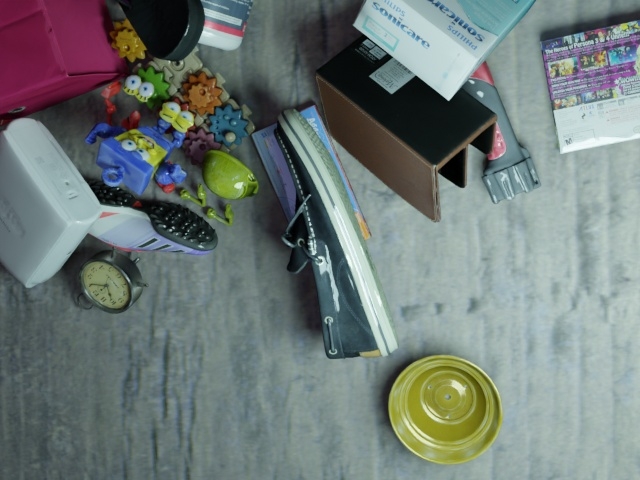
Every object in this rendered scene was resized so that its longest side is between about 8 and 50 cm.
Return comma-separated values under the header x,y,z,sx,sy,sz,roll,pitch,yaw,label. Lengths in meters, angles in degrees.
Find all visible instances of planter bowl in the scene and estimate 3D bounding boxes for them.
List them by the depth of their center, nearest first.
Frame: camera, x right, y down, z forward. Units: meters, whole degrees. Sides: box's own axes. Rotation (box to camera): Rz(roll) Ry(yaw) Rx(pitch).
x,y,z,sx,sy,sz,roll,pitch,yaw,label
0.245,0.316,1.743,0.217,0.090,0.217,2,99,11,planter bowl

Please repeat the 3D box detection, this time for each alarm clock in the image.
x,y,z,sx,sy,sz,roll,pitch,yaw,label
-0.446,0.092,1.871,0.192,0.064,0.129,-33,101,30,alarm clock

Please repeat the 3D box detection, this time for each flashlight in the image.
x,y,z,sx,sy,sz,roll,pitch,yaw,label
0.296,-0.219,1.651,0.103,0.103,0.304,-17,96,43,flashlight

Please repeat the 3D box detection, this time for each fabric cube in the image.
x,y,z,sx,sy,sz,roll,pitch,yaw,label
-0.569,-0.393,1.729,0.258,0.254,0.259,-16,95,16,fabric cube

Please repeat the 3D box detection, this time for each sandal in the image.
x,y,z,sx,sy,sz,roll,pitch,yaw,label
-0.353,-0.494,1.598,0.445,0.107,0.167,50,119,31,sandal

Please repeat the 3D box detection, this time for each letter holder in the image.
x,y,z,sx,sy,sz,roll,pitch,yaw,label
0.155,-0.204,1.634,0.152,0.214,0.302,-40,63,-14,letter holder

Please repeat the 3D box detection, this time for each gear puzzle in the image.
x,y,z,sx,sy,sz,roll,pitch,yaw,label
-0.287,-0.300,1.753,0.175,0.044,0.339,-37,97,29,gear puzzle

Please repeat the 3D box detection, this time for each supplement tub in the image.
x,y,z,sx,sy,sz,roll,pitch,yaw,label
-0.205,-0.508,1.669,0.191,0.191,0.272,21,102,9,supplement tub

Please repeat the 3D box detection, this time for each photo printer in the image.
x,y,z,sx,sy,sz,roll,pitch,yaw,label
-0.593,-0.062,1.815,0.256,0.107,0.307,54,132,5,photo printer

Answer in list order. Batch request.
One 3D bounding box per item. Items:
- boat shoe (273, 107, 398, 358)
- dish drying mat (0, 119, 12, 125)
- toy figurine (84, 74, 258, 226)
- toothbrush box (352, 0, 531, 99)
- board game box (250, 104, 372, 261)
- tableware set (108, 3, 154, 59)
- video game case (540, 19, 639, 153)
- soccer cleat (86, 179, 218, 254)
x,y,z,sx,sy,sz,roll,pitch,yaw,label
0.000,0.000,1.679,0.156,0.187,0.500,-18,99,9,boat shoe
-0.684,-0.287,1.902,0.032,0.008,0.083,-23,93,16,dish drying mat
-0.328,-0.129,1.710,0.362,0.217,0.191,37,129,4,toy figurine
0.234,-0.419,1.537,0.216,0.126,0.295,38,60,4,toothbrush box
-0.019,-0.110,1.771,0.145,0.027,0.281,-22,93,16,board game box
-0.349,-0.434,1.800,0.169,0.020,0.141,18,101,10,tableware set
0.530,-0.280,1.617,0.232,0.042,0.210,-11,96,14,video game case
-0.360,-0.021,1.832,0.318,0.108,0.116,18,121,8,soccer cleat
